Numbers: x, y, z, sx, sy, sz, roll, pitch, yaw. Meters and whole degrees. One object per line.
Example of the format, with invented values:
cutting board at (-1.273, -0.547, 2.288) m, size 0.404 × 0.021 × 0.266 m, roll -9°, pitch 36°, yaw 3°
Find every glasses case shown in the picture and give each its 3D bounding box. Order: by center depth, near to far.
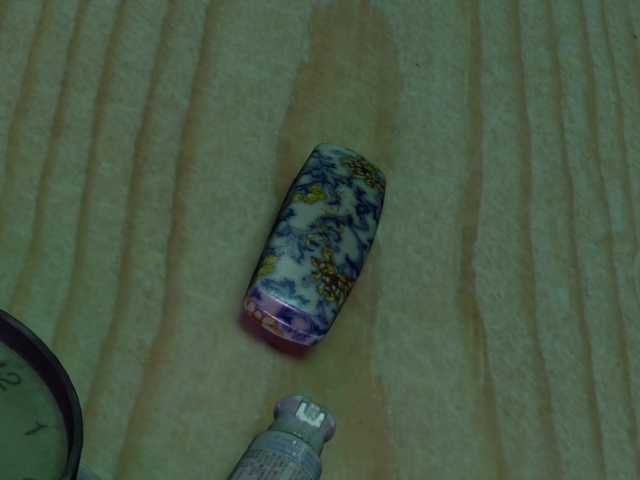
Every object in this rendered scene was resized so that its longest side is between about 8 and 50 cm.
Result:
glasses case at (0.000, 0.000, 1.707) m, size 0.087 × 0.065 × 0.248 m, roll 30°, pitch 35°, yaw -6°

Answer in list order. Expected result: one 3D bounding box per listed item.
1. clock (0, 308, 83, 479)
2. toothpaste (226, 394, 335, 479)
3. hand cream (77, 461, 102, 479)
clock at (-0.294, 0.125, 1.331) m, size 0.281 × 0.055 × 0.280 m, roll 13°, pitch 37°, yaw -10°
toothpaste at (-0.049, 0.209, 1.449) m, size 0.089 × 0.057 × 0.234 m, roll 29°, pitch 43°, yaw -1°
hand cream at (-0.170, 0.193, 1.389) m, size 0.142 × 0.053 × 0.084 m, roll 33°, pitch 33°, yaw 28°
